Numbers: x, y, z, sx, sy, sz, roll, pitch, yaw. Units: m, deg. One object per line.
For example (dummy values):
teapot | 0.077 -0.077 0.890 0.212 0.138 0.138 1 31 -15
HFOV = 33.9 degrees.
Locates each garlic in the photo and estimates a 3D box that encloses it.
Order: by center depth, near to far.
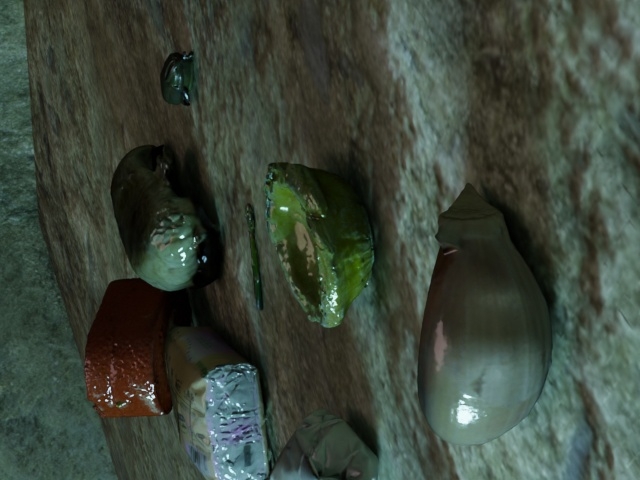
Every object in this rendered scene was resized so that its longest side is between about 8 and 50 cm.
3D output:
garlic | 0.125 0.109 0.886 0.128 0.148 0.266 25 129 19

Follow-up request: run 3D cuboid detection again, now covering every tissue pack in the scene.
tissue pack | -0.174 0.266 1.694 0.257 0.123 0.215 -158 60 -64

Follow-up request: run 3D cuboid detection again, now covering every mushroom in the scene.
mushroom | -0.276 -0.042 1.775 0.344 0.130 0.247 -127 27 -47

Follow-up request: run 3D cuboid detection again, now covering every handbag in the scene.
handbag | -0.221 -0.252 1.626 0.111 0.047 0.072 115 143 -58

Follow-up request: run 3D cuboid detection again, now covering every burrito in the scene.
burrito | -0.018 0.362 1.370 0.139 0.101 0.445 51 150 23

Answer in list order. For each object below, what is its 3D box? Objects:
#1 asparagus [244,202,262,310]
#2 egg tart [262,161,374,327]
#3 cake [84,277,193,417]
asparagus | -0.095 0.026 1.506 0.016 0.013 0.166 23 124 52
egg tart | 0.000 0.000 1.159 0.197 0.078 0.197 167 90 -71
cake | -0.319 0.178 1.848 0.283 0.151 0.177 -74 -26 -54
